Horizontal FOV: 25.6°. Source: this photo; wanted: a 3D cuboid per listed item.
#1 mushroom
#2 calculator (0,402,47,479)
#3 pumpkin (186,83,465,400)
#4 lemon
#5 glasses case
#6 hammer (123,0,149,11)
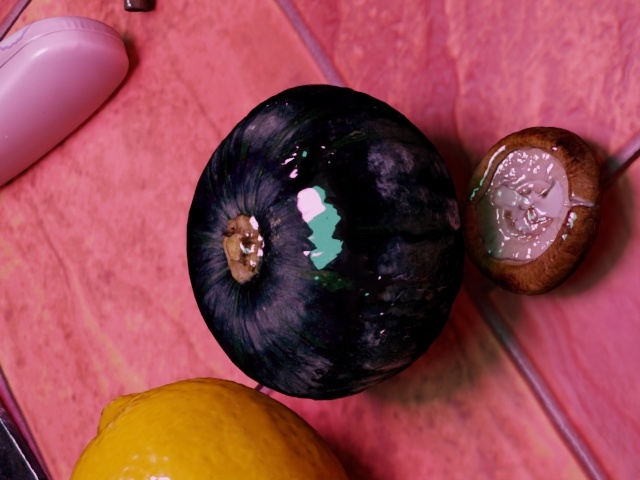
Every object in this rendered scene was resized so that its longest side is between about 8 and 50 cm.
[{"bbox_3d":[0.155,-0.021,1.010,0.123,0.052,0.123,-10,75,42],"label":"mushroom"},{"bbox_3d":[-0.376,0.190,1.419,0.161,0.021,0.261,-45,68,27],"label":"calculator"},{"bbox_3d":[0.000,0.000,1.040,0.233,0.163,0.233,12,105,55],"label":"pumpkin"},{"bbox_3d":[-0.077,0.234,1.061,0.236,0.236,0.263,-17,85,36],"label":"lemon"},{"bbox_3d":[-0.303,-0.118,1.341,0.297,0.113,0.075,-32,66,32],"label":"glasses case"},{"bbox_3d":[-0.167,-0.392,1.279,0.043,0.111,0.365,0,94,4],"label":"hammer"}]
